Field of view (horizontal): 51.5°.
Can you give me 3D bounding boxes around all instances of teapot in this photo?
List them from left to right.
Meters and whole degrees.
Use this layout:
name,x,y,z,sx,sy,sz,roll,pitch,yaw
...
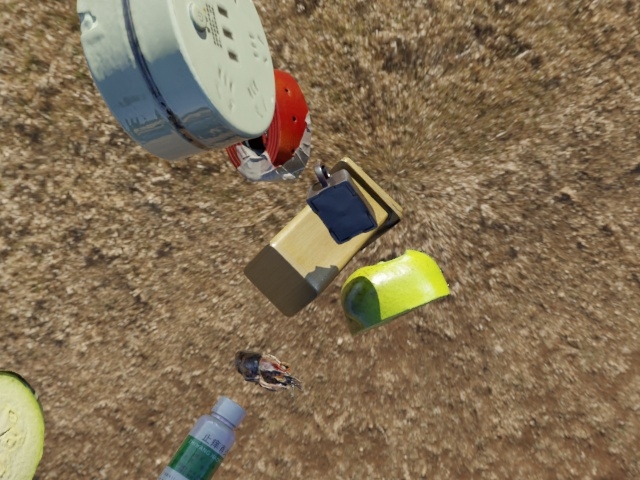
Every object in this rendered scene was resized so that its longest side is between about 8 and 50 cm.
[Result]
name,x,y,z,sx,sy,sz,roll,pitch,yaw
teapot,0.039,-0.076,1.207,0.087,0.096,0.177,-25,124,19

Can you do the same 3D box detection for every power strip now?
name,x,y,z,sx,sy,sz,roll,pitch,yaw
power strip,-0.205,-0.303,1.059,0.162,0.357,0.357,-13,94,20

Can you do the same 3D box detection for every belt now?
name,x,y,z,sx,sy,sz,roll,pitch,yaw
belt,-0.137,-0.280,1.653,0.227,0.115,0.323,-31,68,43

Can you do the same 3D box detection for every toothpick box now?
name,x,y,z,sx,sy,sz,roll,pitch,yaw
toothpick box,0.000,0.000,1.422,0.190,0.308,0.187,46,141,-4

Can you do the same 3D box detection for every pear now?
name,x,y,z,sx,sy,sz,roll,pitch,yaw
pear,0.151,0.136,1.709,0.292,0.292,0.159,-26,81,8

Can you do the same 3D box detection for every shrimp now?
name,x,y,z,sx,sy,sz,roll,pitch,yaw
shrimp,-0.102,0.258,1.293,0.190,0.074,0.073,6,141,38

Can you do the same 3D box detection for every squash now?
name,x,y,z,sx,sy,sz,roll,pitch,yaw
squash,-0.511,0.309,1.015,0.041,0.219,0.219,-4,95,20

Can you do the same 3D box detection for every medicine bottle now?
name,x,y,z,sx,sy,sz,roll,pitch,yaw
medicine bottle,-0.251,0.446,1.365,0.095,0.095,0.260,32,65,3
